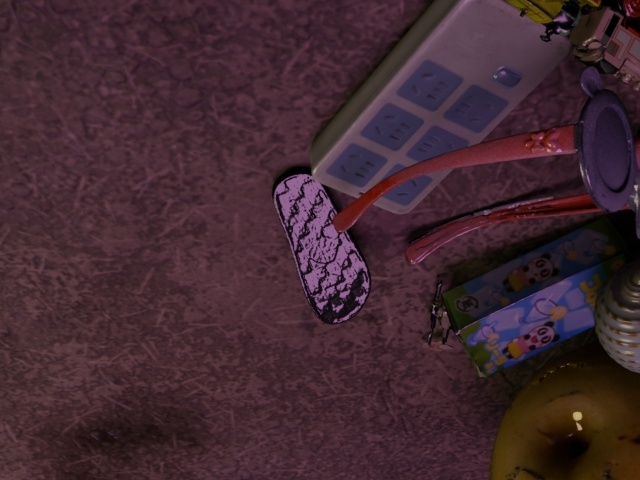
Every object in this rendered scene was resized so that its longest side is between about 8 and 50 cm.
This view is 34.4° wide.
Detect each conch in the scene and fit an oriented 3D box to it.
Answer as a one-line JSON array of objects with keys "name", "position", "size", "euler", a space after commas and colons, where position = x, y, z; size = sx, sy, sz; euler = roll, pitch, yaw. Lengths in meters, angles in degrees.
[{"name": "conch", "position": [0.325, 0.068, 1.016], "size": [0.102, 0.135, 0.153], "euler": [32, 157, 18]}]

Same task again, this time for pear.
[{"name": "pear", "position": [0.363, 0.277, 1.164], "size": [0.348, 0.348, 0.348], "euler": [-2, 137, -2]}]

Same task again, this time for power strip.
[{"name": "power strip", "position": [0.101, -0.125, 0.918], "size": [0.118, 0.046, 0.270], "euler": [23, 130, -26]}]

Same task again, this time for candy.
[{"name": "candy", "position": [0.234, 0.062, 1.092], "size": [0.194, 0.062, 0.097], "euler": [-26, 133, 7]}]

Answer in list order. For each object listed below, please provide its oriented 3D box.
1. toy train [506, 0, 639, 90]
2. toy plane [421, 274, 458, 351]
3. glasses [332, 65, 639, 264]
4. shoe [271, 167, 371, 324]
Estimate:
[{"name": "toy train", "position": [0.208, -0.191, 0.828], "size": [0.249, 0.053, 0.085], "euler": [24, 88, -27]}, {"name": "toy plane", "position": [0.145, 0.087, 1.161], "size": [0.049, 0.031, 0.121], "euler": [4, 135, 0]}, {"name": "glasses", "position": [0.163, -0.057, 0.941], "size": [0.268, 0.118, 0.234], "euler": [-6, 169, 27]}, {"name": "shoe", "position": [0.000, 0.000, 1.050], "size": [0.071, 0.049, 0.179], "euler": [-22, 117, 2]}]
